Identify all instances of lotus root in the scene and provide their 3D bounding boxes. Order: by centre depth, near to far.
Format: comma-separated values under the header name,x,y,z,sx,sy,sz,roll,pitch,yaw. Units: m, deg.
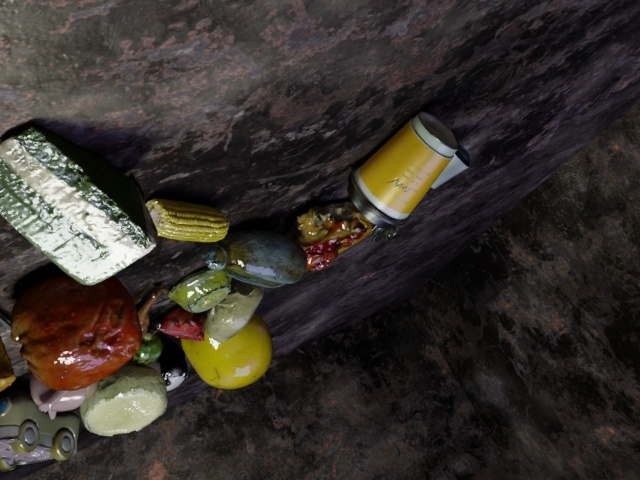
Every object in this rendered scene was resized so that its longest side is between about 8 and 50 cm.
name,x,y,z,sx,sy,sz,roll,pitch,yaw
lotus root,-0.169,0.036,1.792,0.158,0.140,0.322,-11,161,40

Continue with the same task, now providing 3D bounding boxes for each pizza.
name,x,y,z,sx,sy,sz,roll,pitch,yaw
pizza,0.000,0.000,2.006,0.439,0.130,0.406,-32,167,7

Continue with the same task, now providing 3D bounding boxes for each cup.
name,x,y,z,sx,sy,sz,roll,pitch,yaw
cup,0.204,-0.175,1.738,0.196,0.196,0.280,-9,146,-53
cup,0.348,-0.231,1.978,0.129,0.095,0.128,-35,-157,30

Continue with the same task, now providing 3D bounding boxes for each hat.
name,x,y,z,sx,sy,sz,roll,pitch,yaw
hat,0.198,-0.036,2.066,0.121,0.050,0.121,-44,158,-23

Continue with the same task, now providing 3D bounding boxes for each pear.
name,x,y,z,sx,sy,sz,roll,pitch,yaw
pear,-0.308,0.341,2.337,0.284,0.285,0.336,-26,125,-14

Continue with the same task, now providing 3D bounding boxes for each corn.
name,x,y,z,sx,sy,sz,roll,pitch,yaw
corn,-0.273,-0.039,1.453,0.081,0.081,0.248,-35,164,19

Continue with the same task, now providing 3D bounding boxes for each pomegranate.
name,x,y,z,sx,sy,sz,roll,pitch,yaw
pomegranate,-0.510,0.291,2.027,0.122,0.122,0.161,-12,144,-49

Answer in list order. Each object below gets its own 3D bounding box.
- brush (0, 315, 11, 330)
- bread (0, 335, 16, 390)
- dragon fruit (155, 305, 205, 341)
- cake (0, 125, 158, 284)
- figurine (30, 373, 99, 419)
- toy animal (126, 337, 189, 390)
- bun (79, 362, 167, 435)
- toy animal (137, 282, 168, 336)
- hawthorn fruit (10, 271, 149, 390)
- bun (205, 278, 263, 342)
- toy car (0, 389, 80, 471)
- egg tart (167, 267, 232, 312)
name,x,y,z,sx,sy,sz,roll,pitch,yaw
brush,-0.658,0.163,1.459,0.027,0.062,0.266,-41,165,-17
bread,-0.738,0.266,1.439,0.149,0.158,0.143,-41,166,33
dragon fruit,-0.408,0.233,2.091,0.153,0.111,0.153,10,160,4
cake,-0.384,-0.043,1.074,0.158,0.172,0.283,-33,163,4
figurine,-0.660,0.358,1.867,0.186,0.176,0.287,8,131,-34
toy animal,-0.560,0.422,2.244,0.235,0.165,0.187,-15,162,-45
bun,-0.576,0.448,2.042,0.259,0.152,0.259,-15,140,-13
toy animal,-0.490,0.212,1.872,0.230,0.066,0.224,-46,178,-10
hawthorn fruit,-0.501,0.181,1.449,0.261,0.258,0.258,1,159,-7
bun,-0.265,0.189,2.072,0.237,0.116,0.210,-57,-165,-2
toy car,-0.851,0.507,1.959,0.242,0.226,0.336,-15,152,14
egg tart,-0.320,0.136,1.942,0.197,0.078,0.197,-30,164,-9
